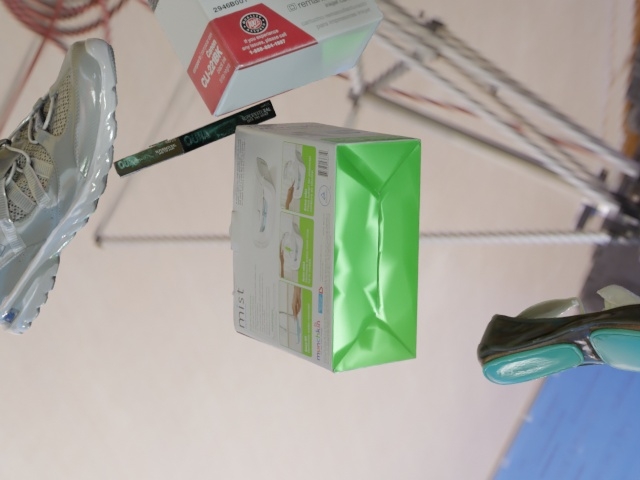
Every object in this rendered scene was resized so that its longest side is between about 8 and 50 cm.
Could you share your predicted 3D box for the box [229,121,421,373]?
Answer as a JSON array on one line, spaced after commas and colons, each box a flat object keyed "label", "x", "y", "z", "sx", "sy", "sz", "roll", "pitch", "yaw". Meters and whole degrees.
[{"label": "box", "x": 0.000, "y": 0.000, "z": 1.691, "sx": 0.127, "sy": 0.231, "sz": 0.261, "roll": -6, "pitch": 101, "yaw": -31}]

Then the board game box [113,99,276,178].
[{"label": "board game box", "x": -0.159, "y": -0.130, "z": 1.827, "sx": 0.186, "sy": 0.126, "sz": 0.026, "roll": -28, "pitch": 99, "yaw": -49}]

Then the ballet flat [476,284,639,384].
[{"label": "ballet flat", "x": 0.310, "y": 0.101, "z": 1.630, "sx": 0.095, "sy": 0.281, "sz": 0.096, "roll": 54, "pitch": 39, "yaw": -45}]

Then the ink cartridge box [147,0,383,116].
[{"label": "ink cartridge box", "x": -0.089, "y": -0.302, "z": 1.599, "sx": 0.197, "sy": 0.272, "sz": 0.114, "roll": -23, "pitch": 164, "yaw": -27}]

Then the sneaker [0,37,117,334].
[{"label": "sneaker", "x": -0.250, "y": -0.046, "z": 1.188, "sx": 0.281, "sy": 0.115, "sz": 0.105, "roll": -62, "pitch": -158, "yaw": 22}]
